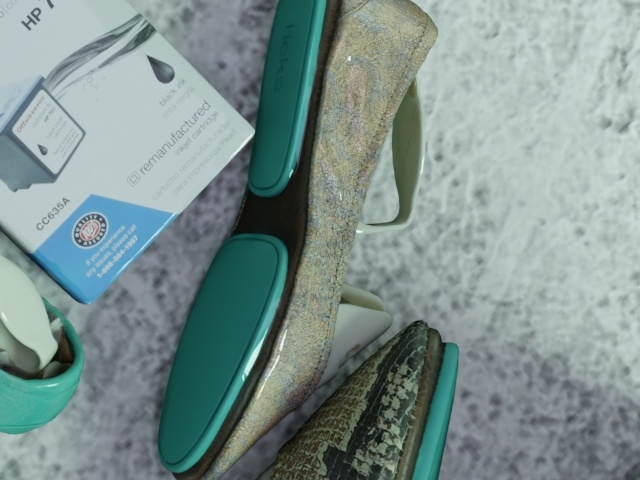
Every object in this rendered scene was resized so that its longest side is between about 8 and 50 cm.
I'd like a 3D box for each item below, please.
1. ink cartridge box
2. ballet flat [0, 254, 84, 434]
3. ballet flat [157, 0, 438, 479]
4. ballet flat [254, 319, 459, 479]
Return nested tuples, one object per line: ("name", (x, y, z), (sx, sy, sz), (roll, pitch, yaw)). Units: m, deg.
("ink cartridge box", (-0.155, -0.079, 1.111), (0.190, 0.082, 0.139), (45, 84, -14))
("ballet flat", (-0.220, 0.003, 1.094), (0.087, 0.083, 0.247), (-32, 109, 36))
("ballet flat", (0.000, 0.000, 1.147), (0.106, 0.107, 0.316), (17, 91, -28))
("ballet flat", (-0.020, 0.284, 1.146), (0.182, 0.164, 0.483), (3, 95, 6))
